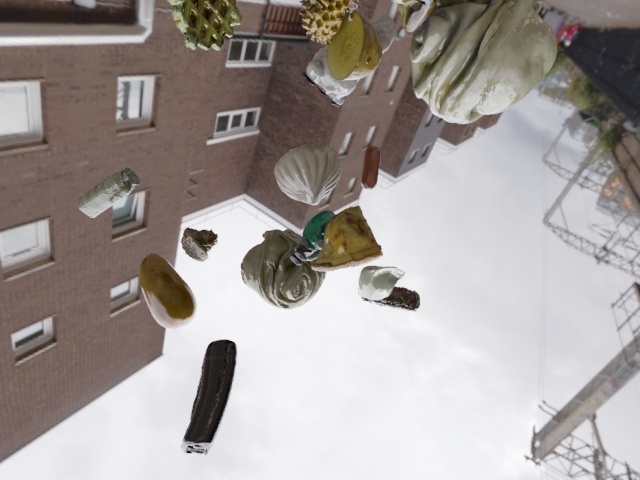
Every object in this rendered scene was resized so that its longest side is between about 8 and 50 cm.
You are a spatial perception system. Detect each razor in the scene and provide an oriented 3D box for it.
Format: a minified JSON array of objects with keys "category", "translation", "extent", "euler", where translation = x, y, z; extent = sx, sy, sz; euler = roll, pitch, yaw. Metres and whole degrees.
[{"category":"razor","translation":[-0.351,0.502,1.398],"extent":[0.114,0.204,0.348],"euler":[17,-126,-14]}]

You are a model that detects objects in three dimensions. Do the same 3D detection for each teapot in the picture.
[{"category":"teapot","translation":[-0.691,-0.151,1.416],"extent":[0.077,0.201,0.107],"euler":[50,-168,-43]}]

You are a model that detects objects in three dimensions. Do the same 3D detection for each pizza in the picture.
[{"category":"pizza","translation":[0.053,-0.004,1.197],"extent":[0.080,0.204,0.188],"euler":[50,-159,-54]}]

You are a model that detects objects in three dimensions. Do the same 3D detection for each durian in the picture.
[{"category":"durian","translation":[0.008,-0.733,1.322],"extent":[0.113,0.341,0.190],"euler":[2,-101,-21]}]

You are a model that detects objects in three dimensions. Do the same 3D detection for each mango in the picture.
[{"category":"mango","translation":[-0.594,0.200,1.675],"extent":[0.173,0.316,0.211],"euler":[-27,-162,-14]}]

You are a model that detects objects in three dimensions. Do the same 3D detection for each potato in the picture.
[{"category":"potato","translation":[0.131,-0.617,1.409],"extent":[0.158,0.203,0.178],"euler":[-8,-169,-38]}]

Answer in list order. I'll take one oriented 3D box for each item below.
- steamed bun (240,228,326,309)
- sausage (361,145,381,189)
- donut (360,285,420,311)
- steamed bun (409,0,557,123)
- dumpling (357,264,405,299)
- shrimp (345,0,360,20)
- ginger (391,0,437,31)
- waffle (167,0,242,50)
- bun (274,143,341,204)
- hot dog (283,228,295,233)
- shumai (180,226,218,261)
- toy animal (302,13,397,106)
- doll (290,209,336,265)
[{"category":"steamed bun","translation":[-0.137,0.119,1.721],"extent":[0.324,0.309,0.219],"euler":[35,-179,-12]},{"category":"sausage","translation":[0.219,-0.316,1.886],"extent":[0.077,0.193,0.077],"euler":[7,-178,0]},{"category":"donut","translation":[0.307,0.245,1.898],"extent":[0.270,0.103,0.269],"euler":[12,171,2]},{"category":"steamed bun","translation":[0.352,-0.472,1.031],"extent":[0.248,0.351,0.339],"euler":[19,164,-35]},{"category":"dumpling","translation":[0.238,0.149,1.660],"extent":[0.180,0.252,0.131],"euler":[-5,-123,-11]},{"category":"shrimp","translation":[0.081,-0.441,0.757],"extent":[0.091,0.127,0.025],"euler":[33,-129,10]},{"category":"ginger","translation":[0.209,-0.513,0.542],"extent":[0.358,0.414,0.211],"euler":[56,-140,-7]},{"category":"waffle","translation":[-0.275,-0.607,0.996],"extent":[0.073,0.316,0.297],"euler":[12,-137,18]},{"category":"bun","translation":[-0.035,-0.221,1.628],"extent":[0.264,0.263,0.174],"euler":[-1,-116,-30]},{"category":"hot dog","translation":[-0.182,0.059,2.028],"extent":[0.073,0.242,0.084],"euler":[21,-165,-43]},{"category":"shumai","translation":[-0.428,0.001,1.558],"extent":[0.146,0.145,0.116],"euler":[33,-125,19]},{"category":"toy animal","translation":[0.122,-0.680,1.587],"extent":[0.193,0.357,0.258],"euler":[52,-159,-1]},{"category":"doll","translation":[-0.008,0.004,1.561],"extent":[0.153,0.195,0.258],"euler":[45,-108,-8]}]
